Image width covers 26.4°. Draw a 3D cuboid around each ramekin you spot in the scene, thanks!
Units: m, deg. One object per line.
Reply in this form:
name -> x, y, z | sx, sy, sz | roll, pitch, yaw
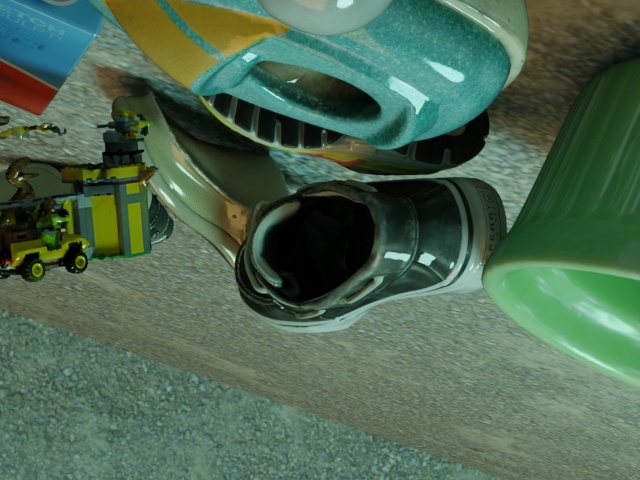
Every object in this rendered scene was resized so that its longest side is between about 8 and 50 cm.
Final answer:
ramekin -> 0.266, 0.010, 0.836 | 0.303, 0.148, 0.303 | 21, 168, 5

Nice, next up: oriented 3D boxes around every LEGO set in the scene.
LEGO set -> -0.283, -0.080, 0.987 | 0.255, 0.192, 0.331 | -10, -170, -40

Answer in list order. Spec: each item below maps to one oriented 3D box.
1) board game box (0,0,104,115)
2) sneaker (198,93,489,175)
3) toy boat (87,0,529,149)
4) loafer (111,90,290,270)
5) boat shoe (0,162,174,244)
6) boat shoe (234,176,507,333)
board game box -> -0.313, -0.199, 0.945 | 0.317, 0.064, 0.242 | 21, 165, -16
sneaker -> 0.009, -0.085, 0.966 | 0.209, 0.081, 0.094 | 17, 168, -2
toy boat -> -0.012, -0.131, 0.675 | 0.267, 0.148, 0.318 | 19, 166, -7
loafer -> -0.081, -0.047, 1.202 | 0.268, 0.092, 0.102 | 47, -174, -39
boat shoe -> -0.268, -0.032, 1.489 | 0.233, 0.084, 0.079 | 6, 162, 29
boat shoe -> 0.000, 0.000, 1.032 | 0.119, 0.121, 0.335 | 6, 167, -28
